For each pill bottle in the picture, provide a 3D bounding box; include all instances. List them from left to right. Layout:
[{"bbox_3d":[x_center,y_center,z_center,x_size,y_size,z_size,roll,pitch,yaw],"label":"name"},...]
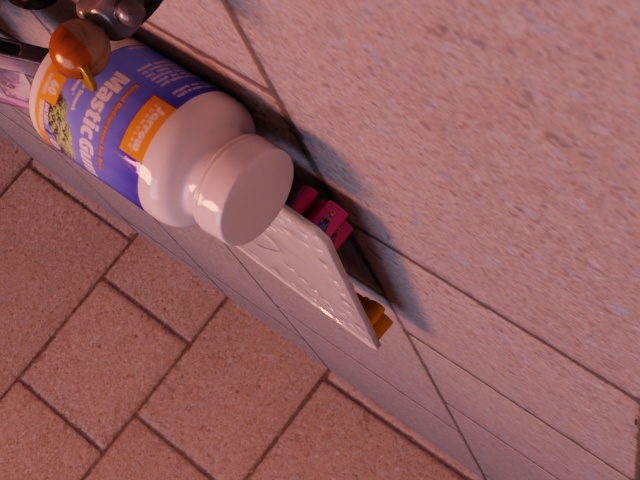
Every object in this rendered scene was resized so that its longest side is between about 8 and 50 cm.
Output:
[{"bbox_3d":[-0.165,-0.108,1.057,0.272,0.152,0.152,33,168,26],"label":"pill bottle"}]

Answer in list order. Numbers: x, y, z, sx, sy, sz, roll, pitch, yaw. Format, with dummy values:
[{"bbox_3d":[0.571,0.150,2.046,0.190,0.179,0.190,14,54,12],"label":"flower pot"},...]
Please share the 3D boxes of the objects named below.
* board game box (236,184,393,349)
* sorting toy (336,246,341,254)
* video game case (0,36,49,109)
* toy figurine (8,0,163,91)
[{"bbox_3d":[-0.088,-0.041,1.310,0.390,0.050,0.390,36,168,24],"label":"board game box"},{"bbox_3d":[0.000,0.000,1.340,0.062,0.012,0.083,41,169,-13],"label":"sorting toy"},{"bbox_3d":[-0.404,-0.208,1.214,0.274,0.026,0.196,13,168,0],"label":"video game case"},{"bbox_3d":[-0.225,-0.232,0.747,0.210,0.148,0.213,37,169,5],"label":"toy figurine"}]
